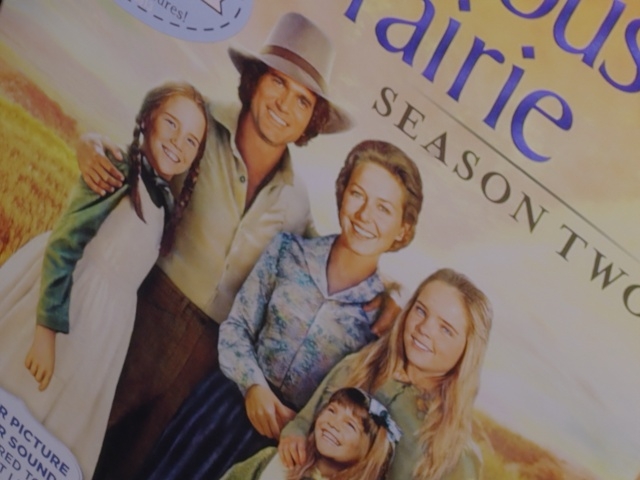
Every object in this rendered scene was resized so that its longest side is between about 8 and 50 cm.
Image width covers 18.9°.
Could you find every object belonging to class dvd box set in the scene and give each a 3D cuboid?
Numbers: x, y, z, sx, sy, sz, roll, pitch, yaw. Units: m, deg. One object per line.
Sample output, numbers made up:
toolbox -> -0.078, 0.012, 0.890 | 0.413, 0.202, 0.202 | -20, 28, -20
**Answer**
dvd box set -> 0.000, 0.000, 0.698 | 0.307, 0.062, 0.420 | 40, 126, 18
